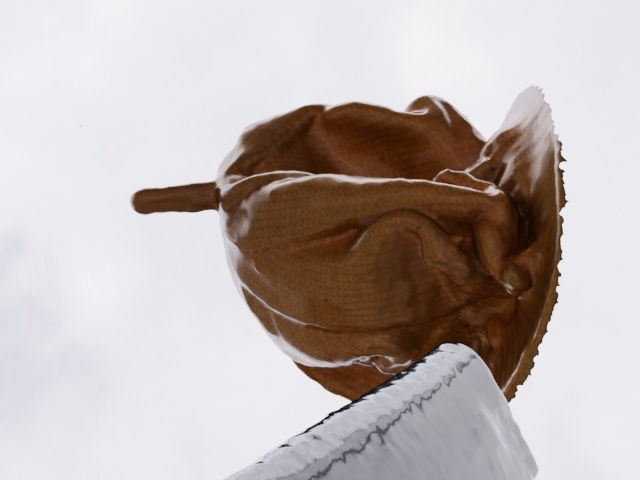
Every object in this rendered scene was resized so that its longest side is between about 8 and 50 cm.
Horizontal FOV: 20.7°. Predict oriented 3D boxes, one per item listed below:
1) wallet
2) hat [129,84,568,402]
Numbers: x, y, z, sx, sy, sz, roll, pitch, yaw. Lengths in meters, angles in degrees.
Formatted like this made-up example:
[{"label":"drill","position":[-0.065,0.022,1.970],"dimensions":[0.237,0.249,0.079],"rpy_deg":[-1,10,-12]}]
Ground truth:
[{"label":"wallet","position":[0.034,0.140,0.605],"dimensions":[0.044,0.321,0.170],"rpy_deg":[-18,-90,20]},{"label":"hat","position":[0.000,0.000,1.056],"dimensions":[0.233,0.244,0.233],"rpy_deg":[10,-73,-8]}]
